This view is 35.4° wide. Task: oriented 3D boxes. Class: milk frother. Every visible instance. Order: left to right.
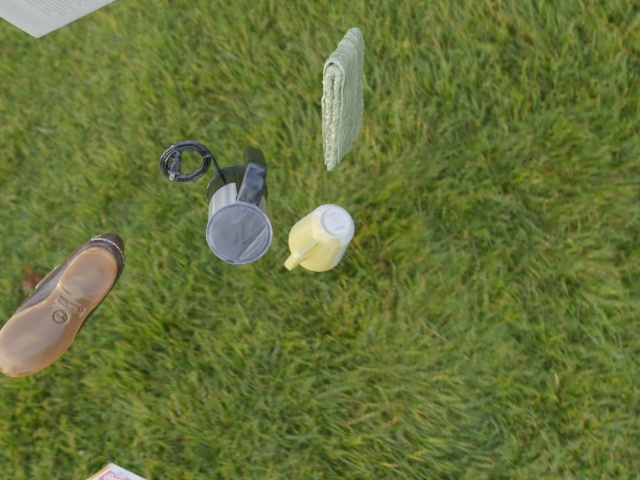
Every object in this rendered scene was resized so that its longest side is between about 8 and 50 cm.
[{"bbox_3d":[-0.136,-0.055,1.285,0.143,0.135,0.129,-1,114,-6],"label":"milk frother"}]

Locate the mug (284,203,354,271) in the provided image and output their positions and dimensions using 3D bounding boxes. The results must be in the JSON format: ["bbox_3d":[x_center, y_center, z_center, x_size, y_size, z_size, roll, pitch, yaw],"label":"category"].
[{"bbox_3d":[0.004,-0.001,1.044,0.062,0.064,0.078,21,63,-12],"label":"mug"}]

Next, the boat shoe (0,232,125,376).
[{"bbox_3d":[-0.297,0.074,1.158,0.207,0.073,0.073,-42,108,14],"label":"boat shoe"}]

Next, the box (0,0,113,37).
[{"bbox_3d":[-0.363,-0.487,1.514,0.345,0.168,0.215,-16,64,29],"label":"box"}]

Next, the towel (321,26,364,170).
[{"bbox_3d":[0.029,-0.167,1.189,0.027,0.148,0.110,10,38,15],"label":"towel"}]

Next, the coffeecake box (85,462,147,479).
[{"bbox_3d":[-0.203,0.278,0.836,0.185,0.068,0.142,-31,24,-35],"label":"coffeecake box"}]
